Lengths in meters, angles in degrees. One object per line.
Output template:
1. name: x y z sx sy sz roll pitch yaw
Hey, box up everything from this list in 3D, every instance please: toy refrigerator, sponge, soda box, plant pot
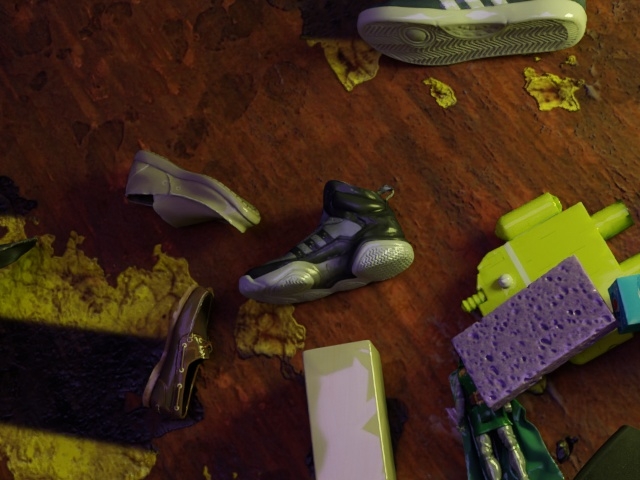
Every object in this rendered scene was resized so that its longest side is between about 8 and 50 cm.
1. toy refrigerator: 0.046 0.288 1.721 0.102 0.094 0.269 -11 69 10
2. sponge: 0.289 0.125 1.642 0.210 0.031 0.117 -37 55 13
3. soda box: 0.494 0.068 1.601 0.210 0.071 0.067 -11 74 1
4. plant pot: 0.406 0.344 1.520 0.188 0.187 0.167 20 67 26

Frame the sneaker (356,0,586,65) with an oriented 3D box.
1. sneaker: 0.232 -0.366 1.862 0.350 0.131 0.148 1 65 15

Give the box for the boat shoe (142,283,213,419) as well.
1. boat shoe: -0.203 0.173 1.868 0.073 0.073 0.207 17 86 23

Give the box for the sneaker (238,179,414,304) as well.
1. sneaker: 0.000 0.000 1.834 0.269 0.101 0.153 -14 67 10

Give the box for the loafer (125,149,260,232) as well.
1. loafer: -0.209 -0.061 1.938 0.268 0.102 0.092 24 83 36

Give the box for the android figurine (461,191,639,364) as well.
1. android figurine: 0.333 0.057 1.709 0.273 0.056 0.248 -28 65 8

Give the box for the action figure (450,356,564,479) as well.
1. action figure: 0.233 0.245 1.682 0.137 0.063 0.232 -24 62 15

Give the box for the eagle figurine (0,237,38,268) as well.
1. eagle figurine: -0.629 0.073 1.969 0.225 0.226 0.298 -33 30 53
